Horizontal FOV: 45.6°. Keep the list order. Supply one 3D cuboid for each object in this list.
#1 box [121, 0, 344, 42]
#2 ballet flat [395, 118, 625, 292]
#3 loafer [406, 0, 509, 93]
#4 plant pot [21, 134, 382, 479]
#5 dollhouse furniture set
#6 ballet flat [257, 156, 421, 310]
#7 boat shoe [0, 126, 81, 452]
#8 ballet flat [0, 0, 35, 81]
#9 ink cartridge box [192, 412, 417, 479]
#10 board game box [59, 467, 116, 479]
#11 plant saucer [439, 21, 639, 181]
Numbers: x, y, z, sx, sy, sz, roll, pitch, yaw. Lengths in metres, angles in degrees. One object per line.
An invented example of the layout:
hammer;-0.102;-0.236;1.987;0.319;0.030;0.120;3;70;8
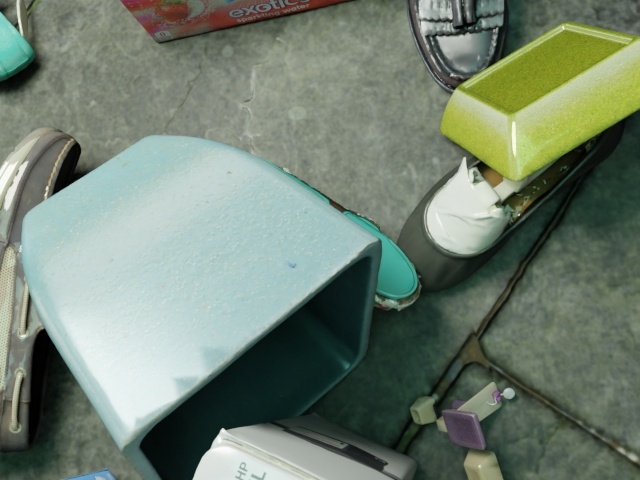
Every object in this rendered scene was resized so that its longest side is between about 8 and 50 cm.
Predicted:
box;-0.075;-0.338;0.826;0.300;0.154;0.142;-10;78;8
ballet flat;0.179;-0.059;0.752;0.280;0.096;0.095;-42;74;1
loafer;0.141;-0.309;0.807;0.109;0.095;0.302;-3;79;11
plant pot;-0.125;0.052;0.695;0.248;0.247;0.252;-37;65;-21
dollhouse furniture set;0.159;0.199;0.752;0.081;0.091;0.114;-24;100;-35
ballet flat;0.000;0.000;0.789;0.241;0.077;0.091;39;54;19
boat shoe;-0.309;0.057;0.824;0.130;0.132;0.355;16;87;-7
ballet flat;-0.415;-0.301;0.932;0.087;0.083;0.247;-24;75;-19
ink cartridge box;-0.025;0.273;0.618;0.129;0.307;0.223;21;84;14
board game box;-0.209;0.292;0.700;0.039;0.211;0.160;-44;74;2
plant saucer;0.215;-0.147;0.717;0.188;0.188;0.045;-31;115;1
